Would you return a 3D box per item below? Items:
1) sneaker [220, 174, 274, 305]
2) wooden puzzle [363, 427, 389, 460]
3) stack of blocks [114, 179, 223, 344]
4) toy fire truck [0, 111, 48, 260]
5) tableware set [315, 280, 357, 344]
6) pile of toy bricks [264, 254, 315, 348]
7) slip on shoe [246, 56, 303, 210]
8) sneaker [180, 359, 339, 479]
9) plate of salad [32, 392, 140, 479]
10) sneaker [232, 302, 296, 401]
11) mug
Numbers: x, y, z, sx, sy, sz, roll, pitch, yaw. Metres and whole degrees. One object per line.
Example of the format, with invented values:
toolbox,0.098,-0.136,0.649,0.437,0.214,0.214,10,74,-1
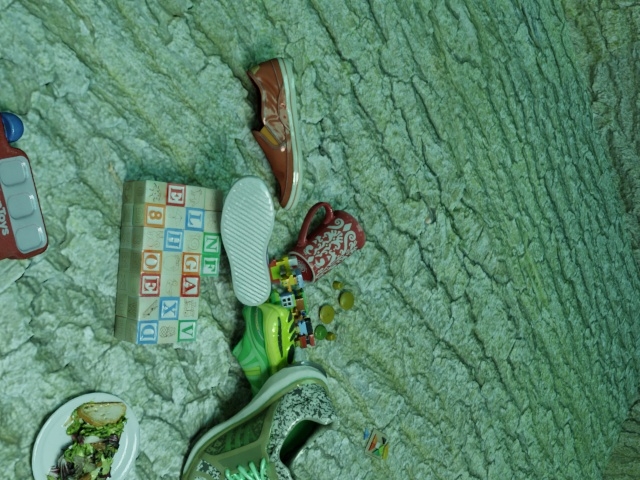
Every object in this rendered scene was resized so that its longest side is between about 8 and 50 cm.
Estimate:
sneaker,-0.149,-0.025,1.301,0.102,0.161,0.282,2,121,-6
wooden puzzle,0.152,0.547,1.718,0.116,0.014,0.078,30,70,-40
stack of blocks,-0.287,0.042,1.226,0.171,0.087,0.297,5,87,-44
toy fire truck,-0.539,-0.098,0.951,0.254,0.169,0.302,-34,117,-65
tableware set,0.035,0.177,1.590,0.104,0.024,0.154,22,77,-39
pile of toy bricks,-0.083,0.150,1.433,0.105,0.118,0.212,-13,115,-6
slip on shoe,-0.099,-0.227,1.400,0.101,0.123,0.331,-10,105,-11
sneaker,-0.120,0.429,1.270,0.410,0.182,0.158,-48,124,2
plate of salad,-0.409,0.375,1.146,0.200,0.048,0.199,-2,93,-45
sneaker,-0.122,0.259,1.384,0.109,0.124,0.295,-24,126,-50
mug,-0.002,0.005,1.503,0.169,0.113,0.150,-40,88,-31
